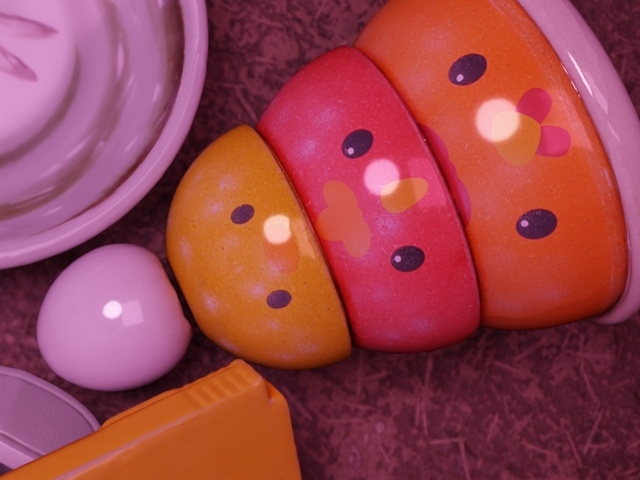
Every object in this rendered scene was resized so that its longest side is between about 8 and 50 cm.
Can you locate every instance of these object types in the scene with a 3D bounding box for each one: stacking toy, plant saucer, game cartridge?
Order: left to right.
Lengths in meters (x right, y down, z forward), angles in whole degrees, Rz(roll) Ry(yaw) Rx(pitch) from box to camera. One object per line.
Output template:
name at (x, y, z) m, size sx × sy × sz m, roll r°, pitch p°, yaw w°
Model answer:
plant saucer at (-0.290, -0.169, 0.875) m, size 0.400 × 0.100 × 0.400 m, roll 4°, pitch 81°, yaw -24°
game cartridge at (-0.153, 0.267, 0.843) m, size 0.324 × 0.053 × 0.285 m, roll -25°, pitch 123°, yaw -27°
stacking toy at (0.000, 0.000, 0.919) m, size 0.480 × 0.350 × 0.350 m, roll -27°, pitch 95°, yaw -9°

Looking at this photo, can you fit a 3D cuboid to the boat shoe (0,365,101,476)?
boat shoe at (-0.308, 0.114, 0.828) m, size 0.302 × 0.091 × 0.114 m, roll 37°, pitch 26°, yaw -11°
